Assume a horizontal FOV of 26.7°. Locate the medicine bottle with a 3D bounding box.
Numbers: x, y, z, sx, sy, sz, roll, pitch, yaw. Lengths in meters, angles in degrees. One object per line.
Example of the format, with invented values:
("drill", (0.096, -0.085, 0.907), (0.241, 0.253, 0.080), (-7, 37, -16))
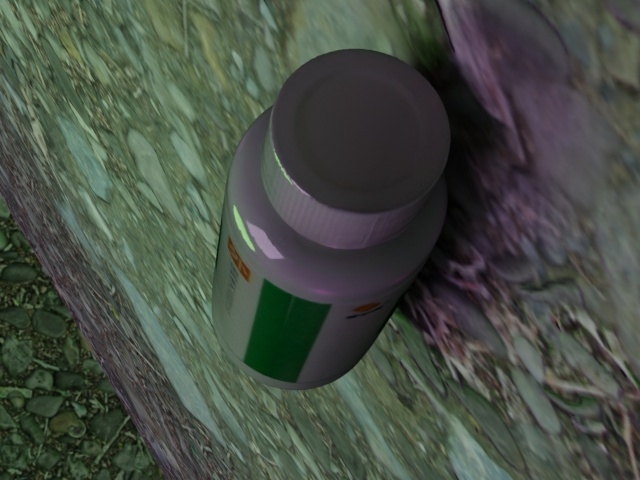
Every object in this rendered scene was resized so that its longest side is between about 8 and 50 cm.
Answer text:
("medicine bottle", (0.000, 0.000, 0.611), (0.095, 0.095, 0.260), (56, 165, 10))
